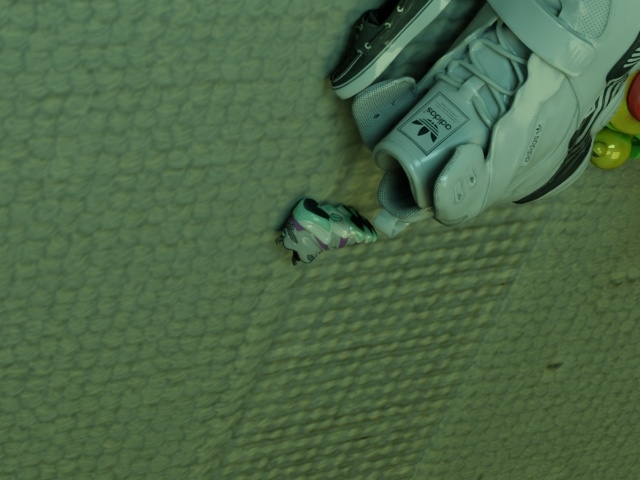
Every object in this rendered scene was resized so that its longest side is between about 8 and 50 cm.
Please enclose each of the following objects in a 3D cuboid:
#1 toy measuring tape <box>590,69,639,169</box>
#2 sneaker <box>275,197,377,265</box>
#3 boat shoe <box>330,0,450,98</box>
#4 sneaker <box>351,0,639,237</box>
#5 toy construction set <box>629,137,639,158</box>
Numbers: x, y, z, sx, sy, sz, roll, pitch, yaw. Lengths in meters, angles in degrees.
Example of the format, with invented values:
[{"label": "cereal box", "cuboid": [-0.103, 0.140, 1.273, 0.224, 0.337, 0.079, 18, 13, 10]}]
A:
[{"label": "toy measuring tape", "cuboid": [0.301, -0.207, 1.737, 0.121, 0.121, 0.330, 0, 123, -40]}, {"label": "sneaker", "cuboid": [0.000, 0.000, 1.795, 0.098, 0.038, 0.069, 18, 123, -39]}, {"label": "boat shoe", "cuboid": [0.052, -0.175, 1.619, 0.040, 0.049, 0.142, 37, 117, -18]}, {"label": "sneaker", "cuboid": [0.155, -0.141, 1.635, 0.210, 0.137, 0.366, -25, 150, -32]}, {"label": "toy construction set", "cuboid": [0.408, -0.134, 1.800, 0.151, 0.215, 0.328, 8, 135, -48]}]
